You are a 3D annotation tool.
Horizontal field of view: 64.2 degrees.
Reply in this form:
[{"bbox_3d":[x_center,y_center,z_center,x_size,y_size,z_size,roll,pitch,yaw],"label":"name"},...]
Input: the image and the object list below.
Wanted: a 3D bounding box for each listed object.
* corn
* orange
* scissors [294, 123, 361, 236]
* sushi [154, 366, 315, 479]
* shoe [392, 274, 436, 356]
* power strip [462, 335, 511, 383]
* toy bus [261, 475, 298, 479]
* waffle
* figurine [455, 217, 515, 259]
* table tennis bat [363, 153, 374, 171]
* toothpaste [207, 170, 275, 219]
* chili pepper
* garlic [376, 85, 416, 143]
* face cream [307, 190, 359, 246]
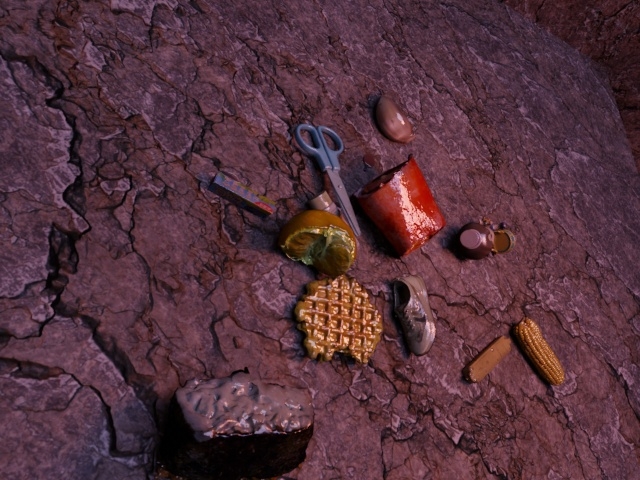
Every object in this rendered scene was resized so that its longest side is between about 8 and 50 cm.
[{"bbox_3d":[0.841,0.432,1.962,0.101,0.101,0.291,-38,97,-39],"label":"corn"},{"bbox_3d":[-0.001,-0.005,1.507,0.237,0.179,0.158,23,54,-17],"label":"orange"},{"bbox_3d":[0.047,-0.204,1.674,0.193,0.029,0.446,0,59,-38],"label":"scissors"},{"bbox_3d":[-0.188,0.425,1.170,0.349,0.207,0.234,9,20,-23],"label":"sushi"},{"bbox_3d":[0.295,0.240,1.663,0.098,0.103,0.274,9,59,-31],"label":"shoe"},{"bbox_3d":[0.594,0.426,1.823,0.305,0.044,0.064,-25,86,-41],"label":"power strip"},{"bbox_3d":[-0.166,0.624,1.161,0.247,0.114,0.134,-3,78,-37],"label":"toy bus"},{"bbox_3d":[0.060,0.242,1.523,0.301,0.058,0.281,-11,75,-36],"label":"waffle"},{"bbox_3d":[0.613,0.000,1.947,0.276,0.158,0.161,-11,116,-39],"label":"figurine"},{"bbox_3d":[0.173,-0.282,1.862,0.050,0.007,0.083,37,52,-17],"label":"table tennis bat"},{"bbox_3d":[-0.222,-0.133,1.481,0.193,0.070,0.044,28,55,-22],"label":"toothpaste"},{"bbox_3d":[0.291,-0.106,1.730,0.305,0.229,0.251,54,34,-2],"label":"chili pepper"},{"bbox_3d":[0.269,-0.496,1.974,0.129,0.148,0.266,-24,89,-3],"label":"garlic"},{"bbox_3d":[0.045,-0.050,1.644,0.114,0.070,0.224,-41,104,-39],"label":"face cream"}]
